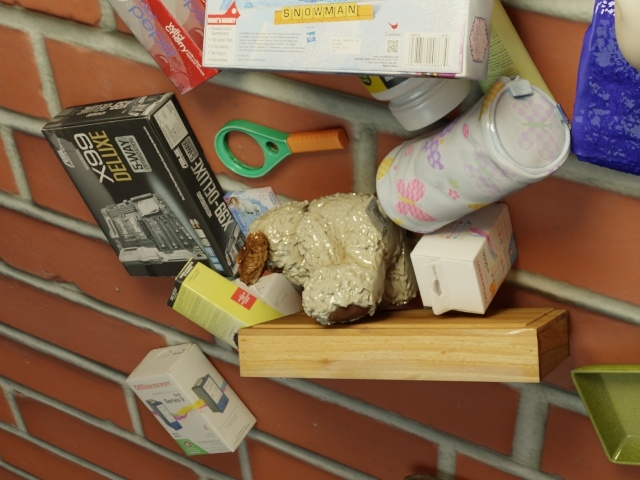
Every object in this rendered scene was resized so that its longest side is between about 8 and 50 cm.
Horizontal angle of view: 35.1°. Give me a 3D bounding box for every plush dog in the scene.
[{"bbox_3d":[0.000,0.000,1.416,0.225,0.262,0.211,0,95,24],"label":"plush dog"}]

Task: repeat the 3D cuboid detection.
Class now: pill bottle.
[{"bbox_3d":[0.082,-0.239,1.177,0.119,0.119,0.208,-19,115,45],"label":"pill bottle"}]

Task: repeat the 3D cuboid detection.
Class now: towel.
[{"bbox_3d":[0.420,-0.138,1.061,0.308,0.076,0.228,16,136,24],"label":"towel"}]

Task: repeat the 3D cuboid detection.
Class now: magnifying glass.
[{"bbox_3d":[-0.060,-0.136,1.451,0.231,0.026,0.092,-3,126,37],"label":"magnifying glass"}]

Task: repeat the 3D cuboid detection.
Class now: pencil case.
[{"bbox_3d":[0.173,-0.096,1.214,0.124,0.113,0.273,61,150,1],"label":"pencil case"}]

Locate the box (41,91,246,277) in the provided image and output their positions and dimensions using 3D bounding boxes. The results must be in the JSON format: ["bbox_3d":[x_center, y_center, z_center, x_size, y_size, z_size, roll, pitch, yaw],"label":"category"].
[{"bbox_3d":[-0.273,-0.080,1.616,0.242,0.076,0.307,-1,128,36],"label":"box"}]

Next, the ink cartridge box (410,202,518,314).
[{"bbox_3d":[0.187,0.026,1.331,0.090,0.143,0.092,5,131,32],"label":"ink cartridge box"}]

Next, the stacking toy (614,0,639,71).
[{"bbox_3d":[0.471,-0.288,0.754,0.479,0.351,0.351,5,132,13],"label":"stacking toy"}]

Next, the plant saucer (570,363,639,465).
[{"bbox_3d":[0.467,0.234,1.402,0.188,0.045,0.188,-5,124,40],"label":"plant saucer"}]

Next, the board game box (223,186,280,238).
[{"bbox_3d":[-0.096,-0.039,1.571,0.090,0.020,0.090,-6,124,38],"label":"board game box"}]

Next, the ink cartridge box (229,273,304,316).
[{"bbox_3d":[-0.081,0.124,1.679,0.115,0.067,0.198,-19,117,44],"label":"ink cartridge box"}]

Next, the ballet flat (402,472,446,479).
[{"bbox_3d":[0.261,0.459,1.767,0.249,0.058,0.084,12,112,19],"label":"ballet flat"}]

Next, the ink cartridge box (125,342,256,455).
[{"bbox_3d":[-0.252,0.310,1.960,0.154,0.093,0.212,-15,116,44],"label":"ink cartridge box"}]

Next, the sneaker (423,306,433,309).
[{"bbox_3d":[0.202,0.128,1.485,0.119,0.057,0.047,22,140,19],"label":"sneaker"}]

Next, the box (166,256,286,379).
[{"bbox_3d":[-0.130,0.125,1.613,0.232,0.058,0.087,32,141,3],"label":"box"}]

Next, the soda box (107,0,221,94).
[{"bbox_3d":[-0.218,-0.329,1.336,0.092,0.083,0.263,-20,115,46],"label":"soda box"}]

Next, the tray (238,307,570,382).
[{"bbox_3d":[0.116,0.138,1.389,0.411,0.203,0.076,-3,92,24],"label":"tray"}]

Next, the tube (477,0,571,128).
[{"bbox_3d":[0.202,-0.214,1.167,0.240,0.062,0.070,54,-179,-29],"label":"tube"}]

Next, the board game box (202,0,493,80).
[{"bbox_3d":[0.029,-0.331,1.045,0.318,0.066,0.318,8,98,30],"label":"board game box"}]
